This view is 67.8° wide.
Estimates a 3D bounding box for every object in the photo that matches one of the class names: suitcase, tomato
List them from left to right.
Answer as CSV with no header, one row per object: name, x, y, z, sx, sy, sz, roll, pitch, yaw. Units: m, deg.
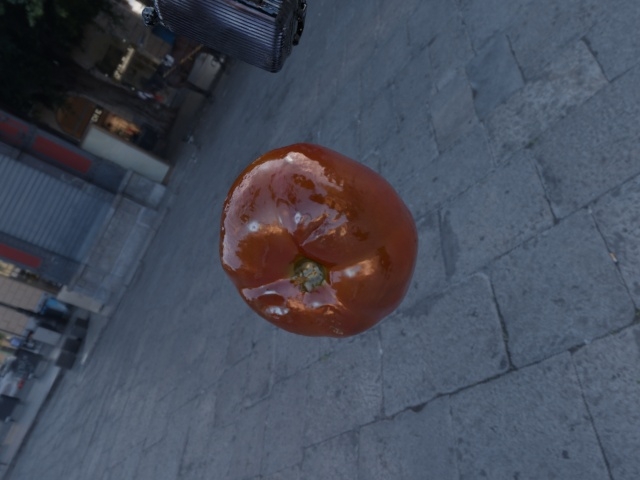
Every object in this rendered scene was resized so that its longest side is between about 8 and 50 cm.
suitcase,-0.074,-0.186,0.368,0.086,0.126,0.059,127,165,-78
tomato,0.001,-0.003,0.604,0.260,0.259,0.180,-43,18,34
